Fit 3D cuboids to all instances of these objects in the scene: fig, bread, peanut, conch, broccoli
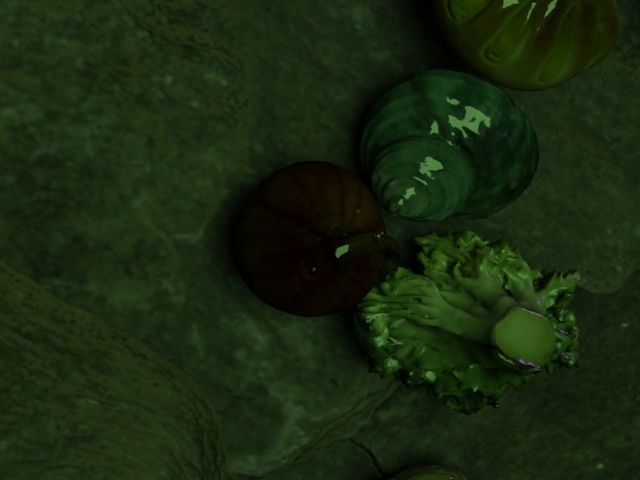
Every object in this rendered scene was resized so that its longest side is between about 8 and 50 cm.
[{"bbox_3d":[-0.001,-0.001,1.597,0.205,0.205,0.205,-3,97,-22],"label":"fig"},{"bbox_3d":[0.282,-0.348,1.618,0.333,0.160,0.333,-5,100,-28],"label":"bread"},{"bbox_3d":[0.176,0.363,1.763,0.229,0.098,0.103,29,58,-20],"label":"peanut"},{"bbox_3d":[0.154,-0.108,1.667,0.277,0.195,0.220,-40,120,-48],"label":"conch"},{"bbox_3d":[0.202,0.098,1.662,0.288,0.245,0.248,-31,98,-22],"label":"broccoli"}]
